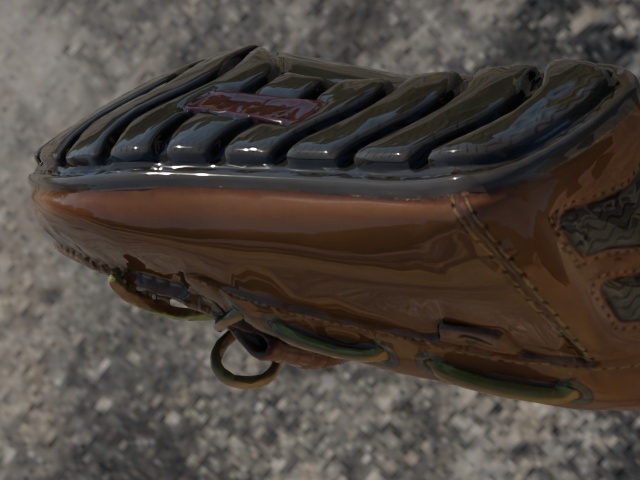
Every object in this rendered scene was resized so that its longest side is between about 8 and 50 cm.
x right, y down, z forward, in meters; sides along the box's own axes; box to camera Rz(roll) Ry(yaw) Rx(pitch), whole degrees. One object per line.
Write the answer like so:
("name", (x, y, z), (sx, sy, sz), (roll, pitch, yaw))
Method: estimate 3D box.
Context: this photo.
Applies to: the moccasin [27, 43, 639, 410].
("moccasin", (0.002, -0.002, 0.717), (0.380, 0.147, 0.139), (4, 34, 46))
